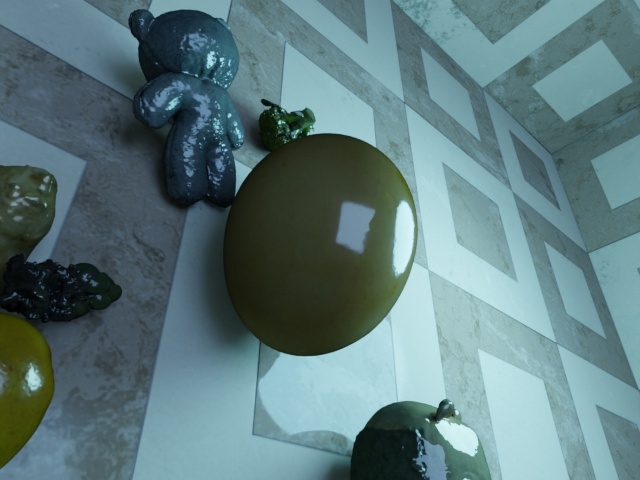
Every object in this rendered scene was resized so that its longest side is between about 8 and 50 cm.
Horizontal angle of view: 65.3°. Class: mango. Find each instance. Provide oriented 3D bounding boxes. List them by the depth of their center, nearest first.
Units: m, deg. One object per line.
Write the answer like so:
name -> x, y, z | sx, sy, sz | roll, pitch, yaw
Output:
mango -> -0.348, 0.161, 0.449 | 0.151, 0.120, 0.221 | 44, 46, -11

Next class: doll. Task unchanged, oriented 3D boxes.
doll -> 0.163, 0.418, 0.727 | 0.247, 0.247, 0.349 | 24, 58, -35
doll -> -0.232, -0.224, 0.856 | 0.246, 0.158, 0.340 | -10, 101, -56

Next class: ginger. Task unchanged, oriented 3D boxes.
ginger -> -0.364, -0.002, 0.557 | 0.115, 0.123, 0.193 | 37, 43, -55

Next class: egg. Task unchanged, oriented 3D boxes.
egg -> 0.000, 0.000, 0.791 | 0.301, 0.301, 0.373 | 39, 42, -22

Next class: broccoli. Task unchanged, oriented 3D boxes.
broccoli -> -0.066, -0.227, 1.030 | 0.130, 0.120, 0.131 | 25, 43, -54

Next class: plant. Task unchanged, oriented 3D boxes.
plant -> -0.301, 0.058, 0.584 | 0.085, 0.087, 0.174 | 52, 6, 11
